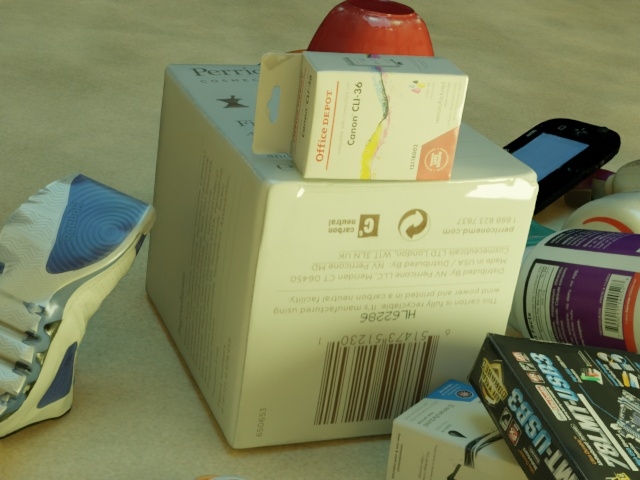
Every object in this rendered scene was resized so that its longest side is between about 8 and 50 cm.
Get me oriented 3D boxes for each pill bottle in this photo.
[{"bbox_3d":[0.370,0.079,1.523,0.181,0.181,0.323,-6,7,-28],"label":"pill bottle"}]

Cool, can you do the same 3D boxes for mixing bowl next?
[{"bbox_3d":[0.068,-0.245,1.512,0.181,0.098,0.181,9,23,-4],"label":"mixing bowl"}]

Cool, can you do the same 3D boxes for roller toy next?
[{"bbox_3d":[0.433,0.026,1.706,0.146,0.191,0.209,-14,32,-40],"label":"roller toy"}]

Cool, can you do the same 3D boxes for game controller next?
[{"bbox_3d":[0.373,-0.128,2.093,0.319,0.067,0.166,-33,46,-33],"label":"game controller"}]

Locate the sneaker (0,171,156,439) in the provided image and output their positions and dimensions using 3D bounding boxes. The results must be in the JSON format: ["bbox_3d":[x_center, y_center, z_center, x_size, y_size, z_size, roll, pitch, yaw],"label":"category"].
[{"bbox_3d":[-0.305,0.089,1.311,0.127,0.182,0.315,27,65,9],"label":"sneaker"}]

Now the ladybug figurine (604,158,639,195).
[{"bbox_3d":[0.651,-0.002,1.873,0.449,0.162,0.305,23,29,27],"label":"ladybug figurine"}]

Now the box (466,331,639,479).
[{"bbox_3d":[0.330,0.210,1.185,0.293,0.073,0.295,7,27,-22],"label":"box"}]

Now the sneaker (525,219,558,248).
[{"bbox_3d":[0.273,-0.044,1.908,0.107,0.110,0.275,-14,33,-40],"label":"sneaker"}]

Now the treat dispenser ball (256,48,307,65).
[{"bbox_3d":[-0.015,-0.143,1.821,0.288,0.288,0.288,7,24,-3],"label":"treat dispenser ball"}]

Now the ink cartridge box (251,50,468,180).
[{"bbox_3d":[0.037,-0.124,1.212,0.198,0.115,0.067,0,26,-16],"label":"ink cartridge box"}]

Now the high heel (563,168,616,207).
[{"bbox_3d":[0.552,-0.087,2.131,0.244,0.082,0.117,3,31,18],"label":"high heel"}]

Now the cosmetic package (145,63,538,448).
[{"bbox_3d":[0.000,0.000,1.464,0.329,0.327,0.394,-3,26,-23],"label":"cosmetic package"}]

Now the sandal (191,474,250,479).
[{"bbox_3d":[-0.061,0.283,1.127,0.102,0.076,0.265,0,26,-19],"label":"sandal"}]

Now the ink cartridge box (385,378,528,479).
[{"bbox_3d":[0.193,0.233,1.278,0.203,0.086,0.148,15,19,27],"label":"ink cartridge box"}]
